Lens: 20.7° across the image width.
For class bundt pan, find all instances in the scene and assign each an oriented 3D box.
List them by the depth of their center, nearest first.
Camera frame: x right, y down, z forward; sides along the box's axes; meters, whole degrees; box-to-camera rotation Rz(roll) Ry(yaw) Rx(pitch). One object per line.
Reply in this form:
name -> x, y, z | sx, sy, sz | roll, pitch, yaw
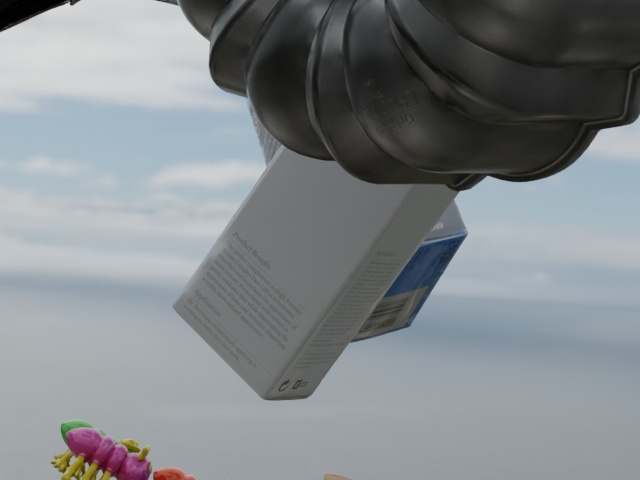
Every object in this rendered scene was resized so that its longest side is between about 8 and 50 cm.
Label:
bundt pan -> 0.034, -0.181, 0.926 | 0.330, 0.331, 0.124 | 3, 11, 44

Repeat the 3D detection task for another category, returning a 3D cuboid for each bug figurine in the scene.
bug figurine -> -0.165, 0.244, 1.748 | 0.216, 0.072, 0.279 | 29, -5, -8

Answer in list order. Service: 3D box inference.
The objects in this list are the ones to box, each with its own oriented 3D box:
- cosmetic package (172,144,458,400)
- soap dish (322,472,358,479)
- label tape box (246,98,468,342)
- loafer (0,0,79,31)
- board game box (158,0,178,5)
cosmetic package -> 0.000, 0.000, 1.354 | 0.117, 0.231, 0.085 | 44, 17, 23
soap dish -> 0.072, 0.416, 1.849 | 0.228, 0.291, 0.118 | 17, 5, -4
label tape box -> 0.020, -0.101, 1.755 | 0.115, 0.348, 0.249 | -10, -21, -14
loafer -> -0.195, -0.256, 1.475 | 0.366, 0.130, 0.134 | -29, -49, 13
board game box -> -0.163, -0.351, 1.750 | 0.193, 0.053, 0.305 | 10, -30, -22
